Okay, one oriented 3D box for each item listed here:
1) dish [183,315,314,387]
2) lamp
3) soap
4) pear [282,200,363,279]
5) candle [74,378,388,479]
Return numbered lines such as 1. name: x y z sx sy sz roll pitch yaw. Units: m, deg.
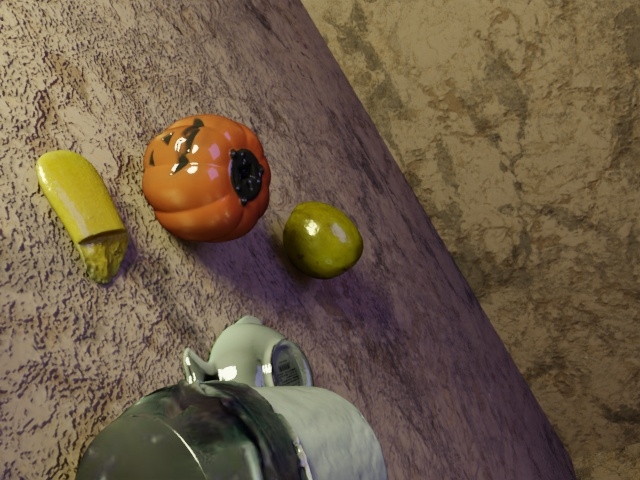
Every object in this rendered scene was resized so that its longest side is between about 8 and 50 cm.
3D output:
1. dish: -0.076 0.198 0.717 0.246 0.078 0.224 28 43 -51
2. lamp: -0.169 -0.087 0.734 0.187 0.163 0.188 0 91 -61
3. soap: -0.277 -0.032 0.607 0.169 0.033 0.089 62 27 -4
4. pear: 0.000 0.000 0.995 0.162 0.149 0.149 40 27 -5
5. candle: -0.057 0.257 0.524 0.342 0.221 0.222 22 46 -56
